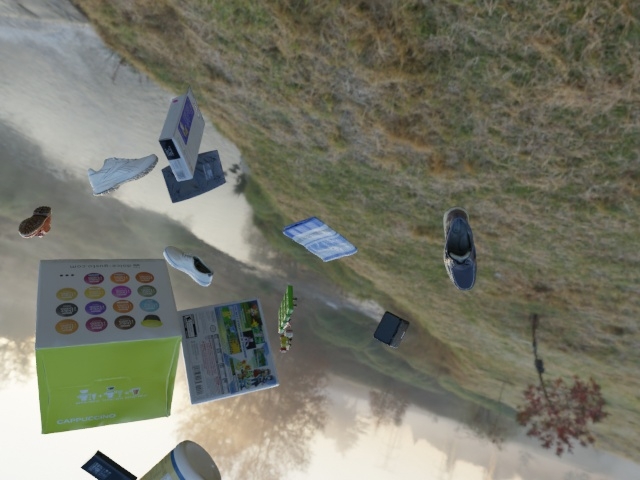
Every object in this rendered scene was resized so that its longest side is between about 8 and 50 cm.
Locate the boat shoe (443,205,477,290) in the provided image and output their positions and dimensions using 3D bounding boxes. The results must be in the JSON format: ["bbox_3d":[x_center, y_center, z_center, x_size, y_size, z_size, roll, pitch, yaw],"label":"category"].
[{"bbox_3d":[0.434,0.037,1.618,0.103,0.285,0.092,-4,-158,15],"label":"boat shoe"}]

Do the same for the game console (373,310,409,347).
[{"bbox_3d":[0.291,0.364,2.117,0.071,0.122,0.107,27,179,41],"label":"game console"}]

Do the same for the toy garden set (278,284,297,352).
[{"bbox_3d":[-0.130,0.331,2.143,0.049,0.204,0.244,4,148,-13],"label":"toy garden set"}]

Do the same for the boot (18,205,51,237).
[{"bbox_3d":[-0.884,-0.036,1.618,0.059,0.084,0.158,10,-152,-5],"label":"boot"}]

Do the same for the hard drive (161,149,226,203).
[{"bbox_3d":[-0.536,-0.274,2.184,0.054,0.255,0.172,29,137,49],"label":"hard drive"}]

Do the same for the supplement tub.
[{"bbox_3d":[-0.341,0.574,1.179,0.144,0.200,0.144,48,178,2],"label":"supplement tub"}]

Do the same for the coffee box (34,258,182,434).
[{"bbox_3d":[-0.593,0.282,1.443,0.338,0.338,0.334,0,-144,-25],"label":"coffee box"}]

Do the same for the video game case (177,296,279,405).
[{"bbox_3d":[-0.326,0.375,1.805,0.300,0.329,0.036,-8,154,-18],"label":"video game case"}]

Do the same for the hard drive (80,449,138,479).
[{"bbox_3d":[-0.575,0.631,1.409,0.135,0.022,0.094,42,119,-11],"label":"hard drive"}]

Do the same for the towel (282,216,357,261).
[{"bbox_3d":[0.000,0.000,2.233,0.209,0.034,0.285,-18,138,42],"label":"towel"}]

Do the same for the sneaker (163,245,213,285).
[{"bbox_3d":[-0.578,0.093,2.303,0.258,0.094,0.091,34,126,2],"label":"sneaker"}]

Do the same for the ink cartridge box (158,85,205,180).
[{"bbox_3d":[-0.497,-0.397,1.890,0.069,0.371,0.176,-9,133,8],"label":"ink cartridge box"}]

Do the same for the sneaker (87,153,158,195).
[{"bbox_3d":[-0.811,-0.292,2.120,0.129,0.297,0.111,64,171,-5],"label":"sneaker"}]
